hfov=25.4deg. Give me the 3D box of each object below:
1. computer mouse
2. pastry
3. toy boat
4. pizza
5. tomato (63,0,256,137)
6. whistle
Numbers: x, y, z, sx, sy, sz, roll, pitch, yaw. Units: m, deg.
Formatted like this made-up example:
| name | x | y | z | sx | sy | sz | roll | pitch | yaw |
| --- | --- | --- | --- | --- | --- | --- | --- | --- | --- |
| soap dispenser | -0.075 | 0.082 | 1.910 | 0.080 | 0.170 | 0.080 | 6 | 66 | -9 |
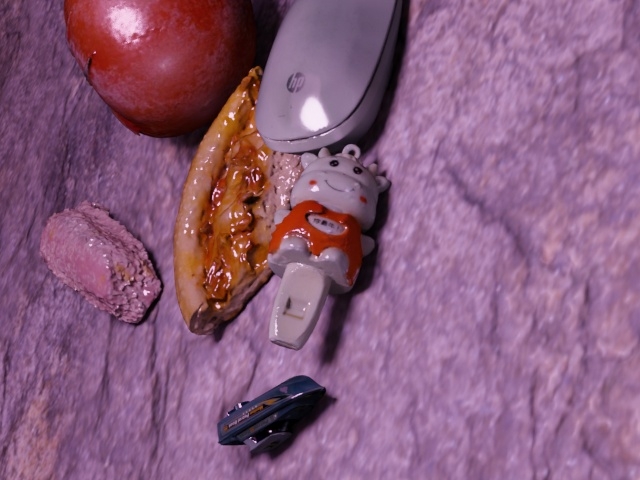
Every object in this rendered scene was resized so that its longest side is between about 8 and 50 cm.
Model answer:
| name | x | y | z | sx | sy | sz | roll | pitch | yaw |
| --- | --- | --- | --- | --- | --- | --- | --- | --- | --- |
| computer mouse | 0.004 | -0.226 | 1.668 | 0.159 | 0.097 | 0.288 | -7 | 58 | 31 |
| pastry | -0.307 | 0.019 | 1.916 | 0.265 | 0.112 | 0.103 | 39 | 109 | 57 |
| toy boat | -0.046 | 0.182 | 1.505 | 0.141 | 0.055 | 0.060 | -34 | 65 | 33 |
| pizza | -0.097 | -0.056 | 1.726 | 0.182 | 0.074 | 0.365 | -4 | 62 | 46 |
| tomato | -0.206 | -0.275 | 1.871 | 0.265 | 0.265 | 0.265 | -32 | 43 | 36 |
| whistle | -0.001 | 0.000 | 1.532 | 0.101 | 0.106 | 0.253 | 5 | 62 | 31 |
